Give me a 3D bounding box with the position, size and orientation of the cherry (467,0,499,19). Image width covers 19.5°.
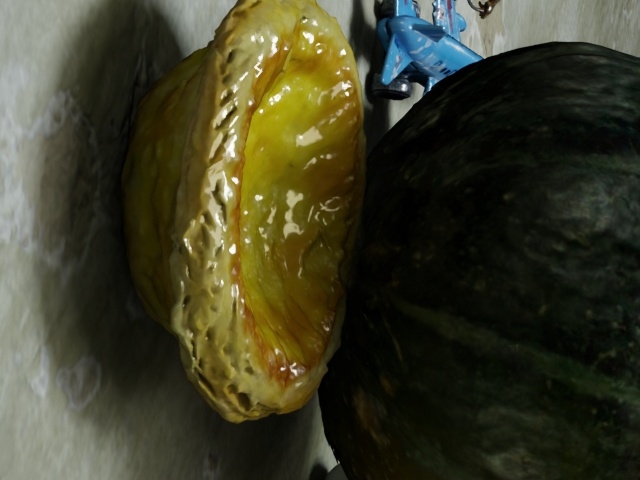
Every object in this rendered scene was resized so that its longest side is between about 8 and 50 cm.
[{"bbox_3d":[0.171,-0.323,2.058,0.225,0.090,0.107,38,65,-70],"label":"cherry"}]

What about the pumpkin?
[{"bbox_3d":[0.168,0.053,1.537,0.454,0.344,0.454,-160,-90,-86],"label":"pumpkin"}]

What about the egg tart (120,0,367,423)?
[{"bbox_3d":[-0.065,-0.027,1.340,0.319,0.128,0.319,4,90,-70],"label":"egg tart"}]

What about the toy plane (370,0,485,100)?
[{"bbox_3d":[0.113,-0.183,1.887,0.271,0.105,0.254,33,63,-71],"label":"toy plane"}]

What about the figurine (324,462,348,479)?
[{"bbox_3d":[0.070,0.358,1.729,0.320,0.196,0.323,-47,-150,47],"label":"figurine"}]

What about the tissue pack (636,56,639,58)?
[{"bbox_3d":[0.385,-0.135,2.330,0.259,0.361,0.122,-65,149,-49],"label":"tissue pack"}]
